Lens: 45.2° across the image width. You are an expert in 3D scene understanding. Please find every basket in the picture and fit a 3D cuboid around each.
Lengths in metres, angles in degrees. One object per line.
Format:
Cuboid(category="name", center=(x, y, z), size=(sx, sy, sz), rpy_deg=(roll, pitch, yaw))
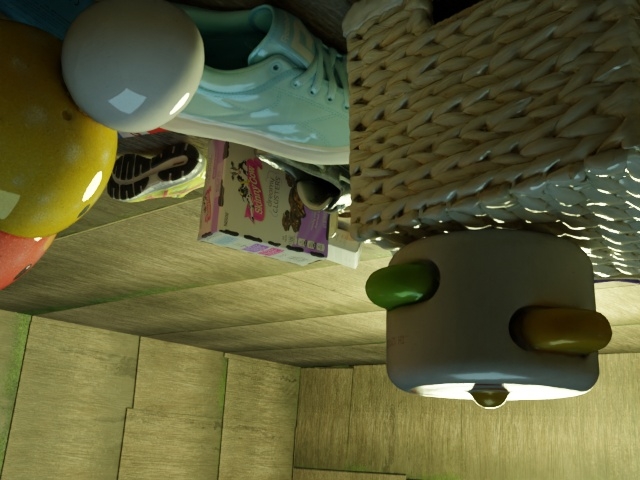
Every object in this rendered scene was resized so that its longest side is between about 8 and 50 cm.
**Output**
Cuboid(category="basket", center=(0.239, -0.118, 0.755), size=(0.331, 0.266, 0.328), rpy_deg=(15, 160, -38))

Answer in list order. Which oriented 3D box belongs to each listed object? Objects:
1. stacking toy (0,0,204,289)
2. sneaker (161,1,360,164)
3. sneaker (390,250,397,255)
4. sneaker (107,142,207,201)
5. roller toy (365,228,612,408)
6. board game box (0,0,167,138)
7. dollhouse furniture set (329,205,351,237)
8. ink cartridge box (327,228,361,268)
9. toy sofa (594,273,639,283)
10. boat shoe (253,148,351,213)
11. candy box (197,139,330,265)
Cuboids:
Cuboid(category="stacking toy", center=(-0.317, -0.087, 0.723), size=(0.480, 0.350, 0.350), rpy_deg=(-21, 155, 22))
Cuboid(category="sneaker", center=(-0.032, -0.179, 0.848), size=(0.366, 0.135, 0.150), rpy_deg=(2, 155, -18))
Cuboid(category="sneaker", center=(0.200, -0.036, 1.299), size=(0.293, 0.108, 0.169), rpy_deg=(-23, 160, 38))
Cuboid(category="sneaker", center=(-0.261, -0.098, 1.267), size=(0.209, 0.081, 0.094), rpy_deg=(-6, 163, 29))
Cuboid(category="roller toy", center=(0.159, 0.082, 0.716), size=(0.209, 0.146, 0.191), rpy_deg=(-4, 163, 20))
Cuboid(category="board game box", center=(-0.376, -0.208, 0.903), size=(0.302, 0.086, 0.308), rpy_deg=(-5, 162, 26))
Cuboid(category="dollhouse furniture set", center=(0.034, -0.027, 1.363), size=(0.144, 0.123, 0.151), rpy_deg=(-5, 162, 29))
Cuboid(category="ink cartridge box", center=(0.000, 0.000, 1.650), size=(0.179, 0.045, 0.145), rpy_deg=(21, 166, 7))
Cuboid(category="toy sofa", center=(0.348, -0.009, 1.127), size=(0.150, 0.177, 0.363), rpy_deg=(-12, 171, 44))
Cuboid(category="boat shoe", center=(0.004, -0.097, 1.099), size=(0.121, 0.119, 0.335), rpy_deg=(13, 167, 38))
Cuboid(category="candy box", center=(-0.082, -0.063, 1.193), size=(0.196, 0.164, 0.070), rpy_deg=(14, 161, -32))
